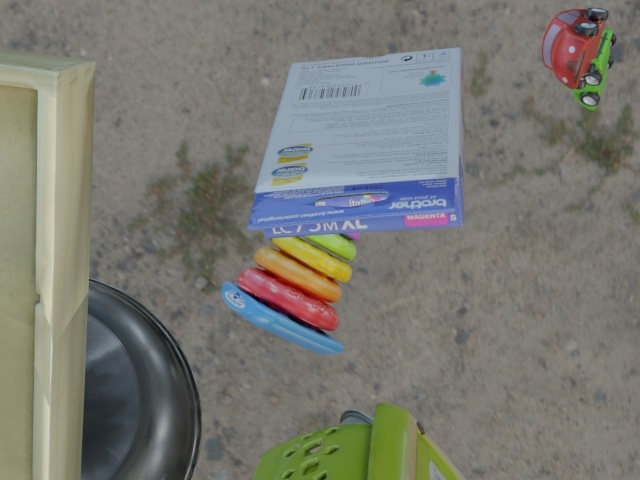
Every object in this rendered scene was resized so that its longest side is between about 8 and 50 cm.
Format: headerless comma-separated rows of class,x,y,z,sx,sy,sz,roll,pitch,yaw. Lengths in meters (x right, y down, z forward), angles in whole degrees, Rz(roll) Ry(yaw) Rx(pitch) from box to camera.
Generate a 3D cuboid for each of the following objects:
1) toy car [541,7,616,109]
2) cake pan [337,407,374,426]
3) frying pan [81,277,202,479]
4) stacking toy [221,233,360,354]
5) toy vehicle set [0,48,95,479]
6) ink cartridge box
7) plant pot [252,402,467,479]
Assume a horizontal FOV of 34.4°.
toy car,0.274,-0.214,1.064,0.053,0.225,0.239,18,68,18
cake pan,0.097,0.392,1.555,0.054,0.293,0.293,-29,59,-21
frying pan,-0.219,0.128,0.556,0.326,0.053,0.197,-27,70,-21
stacking toy,0.000,0.000,1.517,0.301,0.166,0.175,-61,31,0
toy vehicle set,-0.186,0.047,0.443,0.166,0.035,0.266,9,108,8
ink cartridge box,0.045,-0.088,0.994,0.186,0.065,0.311,-4,33,11
plant pot,0.060,0.334,1.170,0.207,0.227,0.228,-33,16,19
